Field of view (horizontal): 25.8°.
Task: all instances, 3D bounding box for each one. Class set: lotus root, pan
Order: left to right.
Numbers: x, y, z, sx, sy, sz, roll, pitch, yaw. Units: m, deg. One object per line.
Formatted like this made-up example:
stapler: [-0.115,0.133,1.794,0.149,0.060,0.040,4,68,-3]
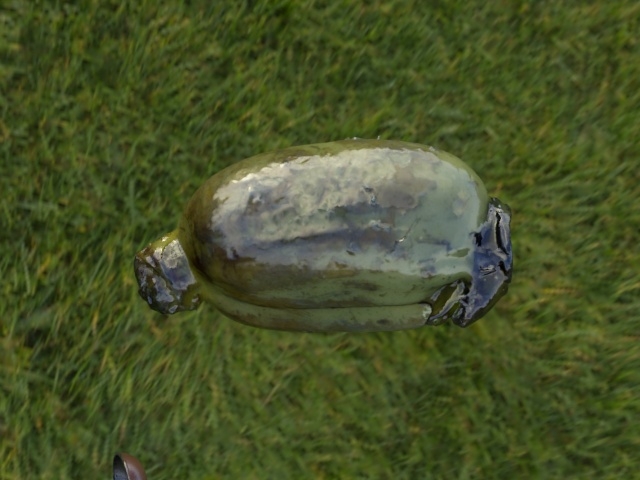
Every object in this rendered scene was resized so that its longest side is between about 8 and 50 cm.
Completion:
pan: [-0.162,0.236,1.241,0.023,0.068,0.115,-5,36,-19]
lotus root: [0.000,0.000,1.145,0.309,0.173,0.173,-3,73,3]
